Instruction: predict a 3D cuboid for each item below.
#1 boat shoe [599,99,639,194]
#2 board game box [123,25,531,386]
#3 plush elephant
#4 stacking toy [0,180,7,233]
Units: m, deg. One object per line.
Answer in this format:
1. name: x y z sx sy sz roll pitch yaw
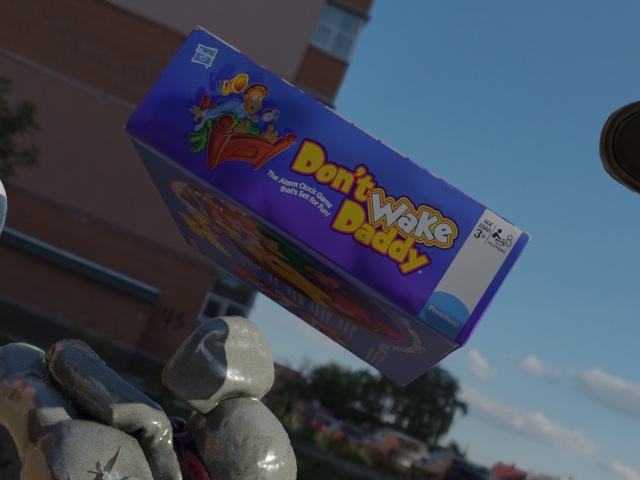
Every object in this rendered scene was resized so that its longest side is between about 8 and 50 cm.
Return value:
1. boat shoe: 0.391 -0.074 0.992 0.307 0.111 0.104 6 8 -5
2. board game box: 0.000 0.000 0.792 0.233 0.078 0.347 33 -10 5
3. plush elephant: -0.142 0.214 1.020 0.255 0.272 0.330 -5 -4 -33
4. stacking toy: -0.485 0.056 0.919 0.350 0.480 0.351 42 -26 27
